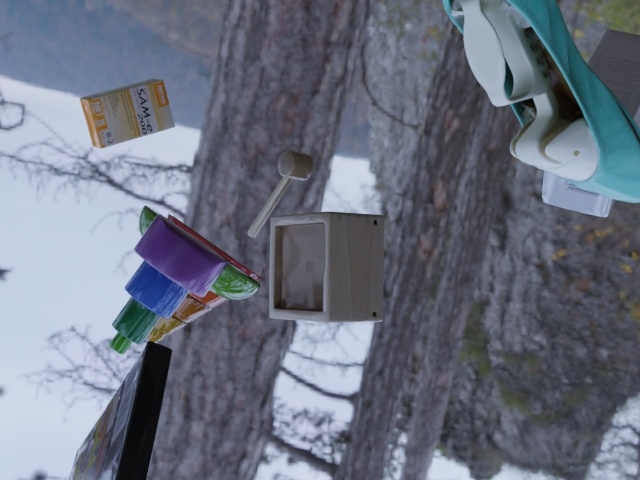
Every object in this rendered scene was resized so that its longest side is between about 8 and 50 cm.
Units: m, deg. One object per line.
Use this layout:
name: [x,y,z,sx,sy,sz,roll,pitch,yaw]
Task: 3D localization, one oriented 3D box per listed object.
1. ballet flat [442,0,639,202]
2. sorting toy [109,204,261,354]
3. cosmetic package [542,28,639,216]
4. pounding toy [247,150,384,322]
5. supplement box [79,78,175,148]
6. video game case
ballet flat: [0.162,-0.109,0.672,0.087,0.247,0.083,-43,-160,-23]
sorting toy: [-0.140,0.052,0.831,0.127,0.126,0.365,35,178,-2]
cosmetic package: [0.344,-0.146,1.080,0.085,0.117,0.231,17,-135,20]
pounding toy: [-0.005,-0.005,1.112,0.094,0.206,0.181,3,177,-36]
supplement box: [-0.233,-0.155,1.089,0.098,0.062,0.036,-22,-160,-26]
video game case: [-0.247,0.288,1.003,0.035,0.248,0.275,24,-142,-18]
